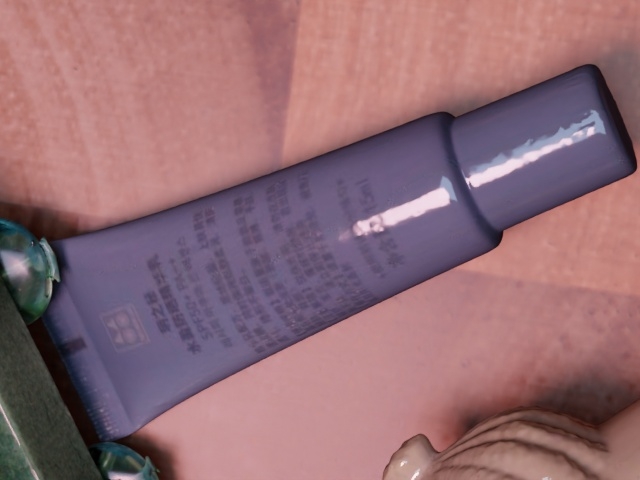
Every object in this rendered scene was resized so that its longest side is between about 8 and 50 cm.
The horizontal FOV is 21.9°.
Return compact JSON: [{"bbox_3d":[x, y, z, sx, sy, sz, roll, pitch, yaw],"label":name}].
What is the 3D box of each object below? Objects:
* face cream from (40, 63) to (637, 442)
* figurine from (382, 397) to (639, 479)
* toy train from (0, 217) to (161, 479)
[{"bbox_3d":[0.000,0.000,0.997,0.385,0.086,0.136,-23,96,18],"label":"face cream"},{"bbox_3d":[0.158,0.247,0.919,0.204,0.185,0.332,-14,71,-20],"label":"figurine"},{"bbox_3d":[-0.229,0.124,1.028,0.194,0.120,0.298,-22,97,28],"label":"toy train"}]
